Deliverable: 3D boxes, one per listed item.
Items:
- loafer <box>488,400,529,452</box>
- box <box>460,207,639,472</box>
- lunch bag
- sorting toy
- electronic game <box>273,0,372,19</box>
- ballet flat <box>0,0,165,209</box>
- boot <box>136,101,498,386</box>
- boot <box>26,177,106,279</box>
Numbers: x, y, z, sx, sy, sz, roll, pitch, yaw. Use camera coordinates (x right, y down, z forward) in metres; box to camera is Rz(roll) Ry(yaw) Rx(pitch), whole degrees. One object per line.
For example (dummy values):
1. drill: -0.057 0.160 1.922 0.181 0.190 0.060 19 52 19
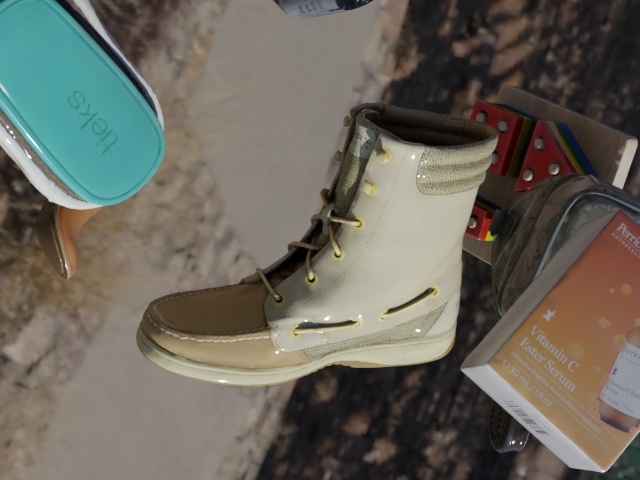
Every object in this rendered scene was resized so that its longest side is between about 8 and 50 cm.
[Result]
1. loafer: 0.283 0.181 1.746 0.220 0.078 0.080 -64 -174 -27
2. box: 0.223 0.081 1.105 0.170 0.130 0.091 -49 -179 -10
3. lunch bag: 0.357 0.052 1.579 0.256 0.305 0.212 -100 -147 -75
4. sorting toy: 0.294 -0.070 1.952 0.089 0.255 0.257 3 110 -40
5. electronic game: 0.055 -0.206 0.700 0.229 0.048 0.229 -47 173 -8
6. ballet flat: -0.223 -0.173 0.813 0.139 0.139 0.400 -58 144 -26
7. boot: 0.000 0.000 0.997 0.262 0.095 0.203 -2 122 -23
8. boot: -0.323 -0.054 1.906 0.152 0.073 0.197 -15 101 -35
